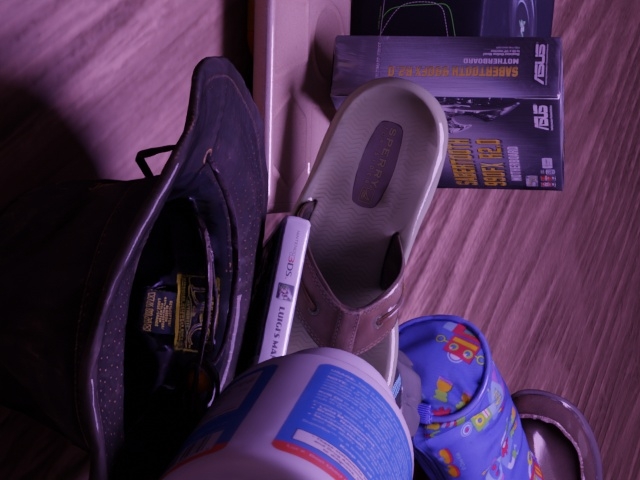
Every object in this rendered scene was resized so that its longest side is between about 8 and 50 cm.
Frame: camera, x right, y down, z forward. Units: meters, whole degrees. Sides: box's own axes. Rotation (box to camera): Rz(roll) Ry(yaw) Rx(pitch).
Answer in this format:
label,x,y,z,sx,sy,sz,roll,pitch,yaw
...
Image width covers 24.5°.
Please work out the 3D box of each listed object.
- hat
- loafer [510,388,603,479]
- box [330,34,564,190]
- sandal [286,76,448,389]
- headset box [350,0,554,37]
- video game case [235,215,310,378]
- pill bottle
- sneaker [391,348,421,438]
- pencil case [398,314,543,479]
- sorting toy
label,x,y,z,sx,sy,sz,roll,pitch,yaw
hat,-0.124,0.036,0.833,0.331,0.134,0.331,10,90,-82
loafer,0.262,0.361,1.779,0.130,0.134,0.366,-32,122,-63
box,0.116,-0.104,1.258,0.231,0.183,0.056,62,31,-71
sandal,0.016,0.021,1.111,0.086,0.120,0.303,155,-51,-90
headset box,0.136,-0.248,1.410,0.246,0.131,0.283,32,63,-65
video game case,-0.051,0.089,1.020,0.190,0.022,0.173,132,-30,-70
pill bottle,-0.015,0.133,0.794,0.221,0.124,0.124,-51,140,-73
sneaker,-0.005,0.228,1.183,0.139,0.125,0.341,37,50,-52
pencil case,0.143,0.200,1.499,0.306,0.119,0.133,61,41,-51
sorting toy,-0.020,-0.120,1.188,0.208,0.038,0.193,-9,102,-71
